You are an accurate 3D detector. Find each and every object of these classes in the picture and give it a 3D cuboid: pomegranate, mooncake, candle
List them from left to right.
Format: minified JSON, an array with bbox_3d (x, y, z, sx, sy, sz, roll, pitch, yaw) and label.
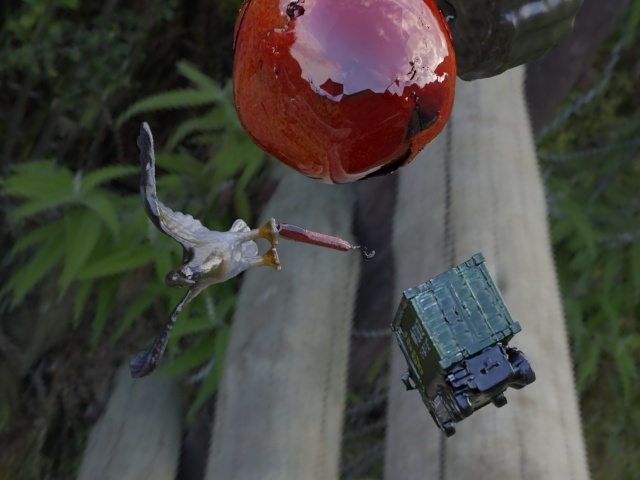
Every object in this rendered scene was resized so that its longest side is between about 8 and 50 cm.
[{"bbox_3d":[0.000,0.000,2.135,0.167,0.026,0.021,14,43,-12],"label":"candle"},{"bbox_3d":[0.017,-0.148,1.328,0.210,0.235,0.210,2,73,-8],"label":"pomegranate"},{"bbox_3d":[0.157,-0.281,1.545,0.124,0.228,0.228,-28,60,-28],"label":"mooncake"}]

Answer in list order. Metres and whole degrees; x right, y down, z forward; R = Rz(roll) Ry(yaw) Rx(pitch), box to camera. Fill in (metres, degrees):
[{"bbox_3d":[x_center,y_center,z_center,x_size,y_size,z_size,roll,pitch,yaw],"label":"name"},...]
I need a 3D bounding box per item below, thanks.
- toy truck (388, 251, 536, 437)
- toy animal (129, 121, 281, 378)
[{"bbox_3d":[0.129,0.107,1.383,0.121,0.088,0.259,63,-7,12],"label":"toy truck"},{"bbox_3d":[-0.120,0.010,1.529,0.160,0.272,0.197,-11,10,-20],"label":"toy animal"}]
